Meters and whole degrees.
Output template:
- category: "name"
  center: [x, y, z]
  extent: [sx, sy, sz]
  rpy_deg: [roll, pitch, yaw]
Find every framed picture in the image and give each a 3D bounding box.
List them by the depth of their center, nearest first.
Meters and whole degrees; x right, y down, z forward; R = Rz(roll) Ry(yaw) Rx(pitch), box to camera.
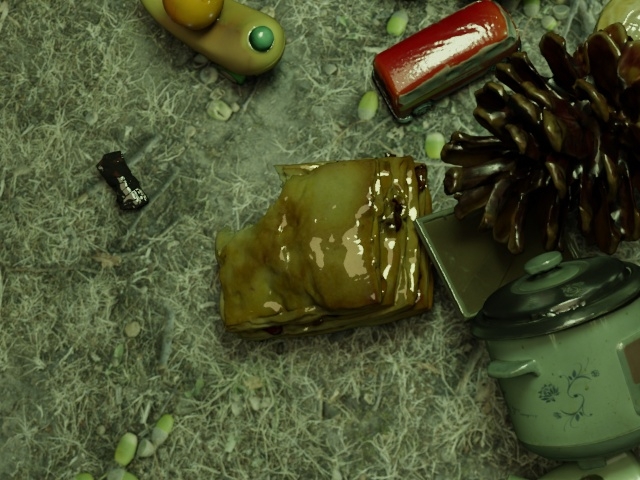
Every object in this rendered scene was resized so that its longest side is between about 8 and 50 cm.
- category: "framed picture"
  center: [0.300, 0.011, 1.619]
  extent: [0.260, 0.023, 0.189]
  rpy_deg: [-18, 72, -23]

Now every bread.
- category: "bread"
  center: [0.000, 0.000, 1.649]
  extent: [0.370, 0.191, 0.314]
  rpy_deg: [-4, 77, 11]

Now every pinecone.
- category: "pinecone"
  center: [0.362, -0.127, 1.508]
  extent: [0.384, 0.384, 0.384]
  rpy_deg: [-2, 76, 10]

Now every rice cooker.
- category: "rice cooker"
  center: [0.374, 0.158, 1.452]
  extent: [0.317, 0.264, 0.316]
  rpy_deg: [3, 85, -29]

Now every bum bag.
- category: "bum bag"
  center: [-0.366, -0.109, 1.819]
  extent: [0.058, 0.034, 0.124]
  rpy_deg: [-31, 73, -13]

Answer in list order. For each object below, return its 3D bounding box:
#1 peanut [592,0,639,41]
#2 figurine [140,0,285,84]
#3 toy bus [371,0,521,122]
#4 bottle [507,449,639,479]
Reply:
- category: "peanut"
  center: [0.561, -0.364, 1.657]
  extent: [0.174, 0.158, 0.340]
  rpy_deg: [31, 78, 15]
- category: "figurine"
  center: [-0.204, -0.402, 1.764]
  extent: [0.324, 0.222, 0.124]
  rpy_deg: [33, 87, 15]
- category: "toy bus"
  center: [0.221, -0.324, 1.721]
  extent: [0.265, 0.120, 0.121]
  rpy_deg: [-28, 75, 3]
- category: "bottle"
  center: [0.338, 0.451, 1.475]
  extent: [0.352, 0.229, 0.229]
  rpy_deg: [-27, 73, 6]
